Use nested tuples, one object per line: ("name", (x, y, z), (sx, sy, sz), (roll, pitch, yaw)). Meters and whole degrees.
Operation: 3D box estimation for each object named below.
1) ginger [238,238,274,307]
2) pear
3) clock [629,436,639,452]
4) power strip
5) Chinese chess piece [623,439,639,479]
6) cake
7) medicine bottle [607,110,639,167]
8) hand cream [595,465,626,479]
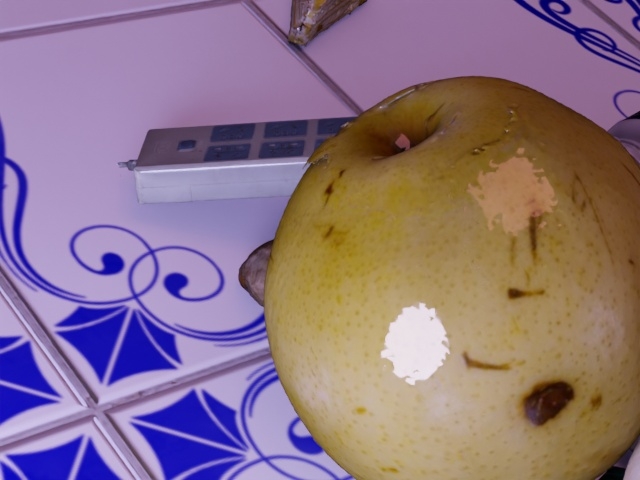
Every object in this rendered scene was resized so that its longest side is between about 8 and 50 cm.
("ginger", (0.000, 0.000, 1.382), (0.104, 0.080, 0.204), (0, 28, 32))
("pear", (0.119, 0.043, 1.182), (0.348, 0.348, 0.348), (12, 39, -10))
("clock", (0.338, 0.070, 1.422), (0.309, 0.114, 0.284), (-19, 52, -40))
("power strip", (-0.014, -0.081, 1.403), (0.367, 0.043, 0.106), (-3, 26, 3))
("Chinese chess piece", (0.347, 0.245, 1.127), (0.270, 0.112, 0.270), (19, 61, -37))
("cake", (-0.011, -0.309, 1.751), (0.116, 0.080, 0.185), (36, 45, 15))
("medicine bottle", (0.379, -0.097, 1.641), (0.107, 0.107, 0.191), (40, 42, 23))
("hand cream", (0.152, 0.285, 1.135), (0.121, 0.076, 0.336), (37, 48, 23))
